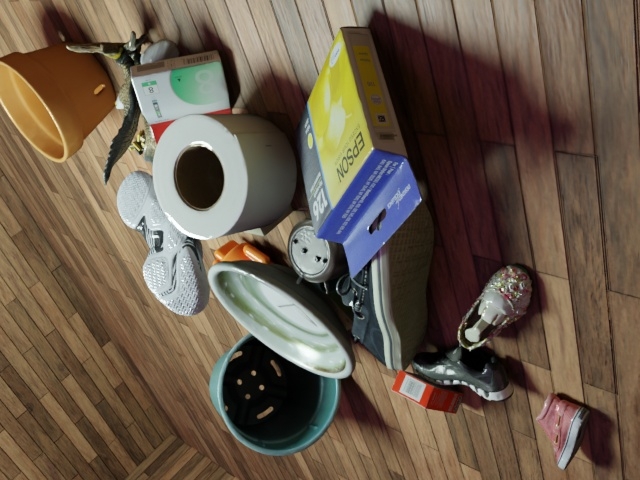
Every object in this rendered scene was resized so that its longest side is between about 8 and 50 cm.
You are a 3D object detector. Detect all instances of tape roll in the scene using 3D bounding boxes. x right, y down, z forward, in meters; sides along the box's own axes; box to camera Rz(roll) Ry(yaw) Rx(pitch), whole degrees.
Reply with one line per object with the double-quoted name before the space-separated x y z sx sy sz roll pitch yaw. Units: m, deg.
"tape roll" -0.192 -0.133 1.424 0.246 0.169 0.246 6 101 30

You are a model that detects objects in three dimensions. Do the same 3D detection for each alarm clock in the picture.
"alarm clock" 0.000 0.000 1.384 0.129 0.064 0.192 31 112 30

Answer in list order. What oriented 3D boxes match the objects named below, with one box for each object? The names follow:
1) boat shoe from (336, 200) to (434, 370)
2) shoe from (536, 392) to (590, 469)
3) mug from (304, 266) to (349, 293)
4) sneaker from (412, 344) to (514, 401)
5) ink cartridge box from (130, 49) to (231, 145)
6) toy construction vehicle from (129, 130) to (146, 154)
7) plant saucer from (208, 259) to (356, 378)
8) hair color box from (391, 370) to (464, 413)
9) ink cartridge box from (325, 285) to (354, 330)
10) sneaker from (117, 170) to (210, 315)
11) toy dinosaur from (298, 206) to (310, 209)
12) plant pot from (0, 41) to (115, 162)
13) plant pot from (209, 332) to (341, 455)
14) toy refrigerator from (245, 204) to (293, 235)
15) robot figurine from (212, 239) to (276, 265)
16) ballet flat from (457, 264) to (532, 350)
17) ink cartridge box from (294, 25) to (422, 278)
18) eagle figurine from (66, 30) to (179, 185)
"boat shoe" 0.119 0.081 1.370 0.156 0.187 0.500 25 149 24
"shoe" 0.469 0.373 1.385 0.081 0.063 0.178 28 140 32
"mug" 0.010 0.022 1.502 0.097 0.129 0.158 32 110 31
"sneaker" 0.287 0.253 1.465 0.234 0.078 0.106 11 129 44
"ink cartridge box" -0.276 -0.272 1.467 0.056 0.181 0.225 -108 7 -47
"toy construction vehicle" -0.497 -0.270 1.887 0.098 0.035 0.086 45 150 3
"plant saucer" -0.072 0.159 1.622 0.400 0.100 0.400 29 154 16
"hair color box" 0.238 0.336 1.558 0.093 0.053 0.167 21 178 37
"ink cartridge box" 0.046 0.155 1.666 0.109 0.062 0.209 48 150 0
"sneaker" -0.289 0.010 1.535 0.137 0.210 0.366 -43 60 19
"toy dinosaur" 0.044 -0.090 1.397 0.112 0.064 0.211 53 142 16
"plant pot" -0.673 -0.376 1.821 0.291 0.203 0.291 32 146 24
"plant pot" -0.160 0.414 2.009 0.341 0.341 0.334 51 159 -7
"toy refrigerator" -0.200 -0.094 1.648 0.269 0.102 0.094 13 136 45
"robot figurine" -0.176 0.093 1.815 0.219 0.158 0.128 36 -171 19
"ballet flat" 0.313 0.135 1.284 0.091 0.077 0.241 38 148 17
"ink cartridge box" 0.044 -0.131 1.168 0.303 0.072 0.307 124 139 -59
"eagle figurine" -0.398 -0.291 1.551 0.225 0.226 0.298 -152 48 -81
